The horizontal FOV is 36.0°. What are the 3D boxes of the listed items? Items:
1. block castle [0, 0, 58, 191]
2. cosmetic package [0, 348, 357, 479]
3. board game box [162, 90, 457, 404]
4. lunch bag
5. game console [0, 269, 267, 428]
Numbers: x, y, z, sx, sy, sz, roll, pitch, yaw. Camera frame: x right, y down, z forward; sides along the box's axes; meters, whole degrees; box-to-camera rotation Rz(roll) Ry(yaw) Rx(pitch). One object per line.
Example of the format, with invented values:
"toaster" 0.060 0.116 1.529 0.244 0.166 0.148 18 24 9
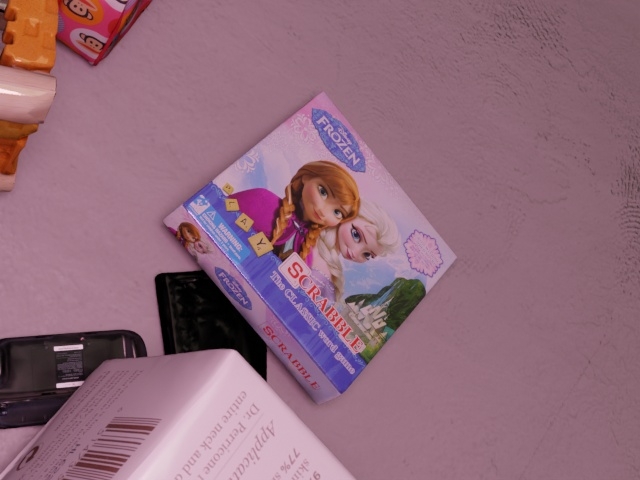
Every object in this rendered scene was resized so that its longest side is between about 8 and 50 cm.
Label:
"block castle" -0.418 -0.299 1.101 0.213 0.303 0.453 8 71 -25
"cosmetic package" -0.135 0.365 1.000 0.394 0.327 0.329 51 58 -17
"board game box" 0.000 0.000 1.347 0.319 0.066 0.318 50 51 -7
"lunch bag" -0.232 -0.385 1.250 0.120 0.258 0.293 34 62 -16
"game console" -0.233 0.146 1.216 0.361 0.044 0.213 -2 74 -29
